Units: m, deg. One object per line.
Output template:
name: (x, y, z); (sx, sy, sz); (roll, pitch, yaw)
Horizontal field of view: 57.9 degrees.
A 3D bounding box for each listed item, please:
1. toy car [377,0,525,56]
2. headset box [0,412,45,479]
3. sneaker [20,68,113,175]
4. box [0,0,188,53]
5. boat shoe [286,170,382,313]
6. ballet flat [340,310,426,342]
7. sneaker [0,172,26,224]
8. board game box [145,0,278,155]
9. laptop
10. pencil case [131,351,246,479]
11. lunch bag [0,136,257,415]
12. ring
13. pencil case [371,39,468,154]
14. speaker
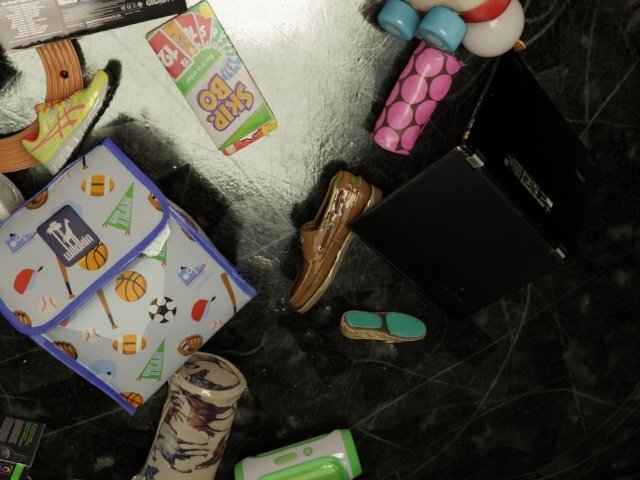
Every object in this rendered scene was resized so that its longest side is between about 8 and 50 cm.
toy car: (0.265, -0.399, 1.006); (0.238, 0.210, 0.219); (31, 94, -44)
headset box: (-0.768, 0.497, 1.247); (0.283, 0.131, 0.246); (23, 109, -21)
sneaker: (-0.428, -0.211, 0.972); (0.094, 0.081, 0.208); (37, 101, -18)
box: (-0.376, -0.457, 0.848); (0.295, 0.073, 0.293); (-25, 118, -24)
boat shoe: (0.000, 0.000, 1.181); (0.104, 0.111, 0.307); (28, 97, -18)
ballet flat: (0.139, 0.201, 1.329); (0.206, 0.073, 0.067); (12, 140, -13)
sneaker: (-0.597, -0.009, 1.048); (0.151, 0.094, 0.256); (-19, 126, -2)
board game box: (-0.188, -0.282, 1.043); (0.124, 0.039, 0.259); (-29, 120, 4)
laptop: (0.330, -0.096, 1.187); (0.382, 0.236, 0.408); (39, 65, -29)
pencil case: (-0.300, 0.437, 1.294); (0.183, 0.160, 0.410); (8, 115, -30)
lunch bag: (-0.362, 0.059, 1.033); (0.328, 0.239, 0.385); (-44, 114, -9)
ring: (-0.575, -0.277, 0.971); (0.336, 0.032, 0.337); (-5, 117, -9)
pencil case: (0.183, -0.264, 1.095); (0.098, 0.095, 0.209); (11, 118, -45)
speaker: (-0.054, 0.561, 1.421); (0.296, 0.131, 0.131); (-16, 117, -3)
